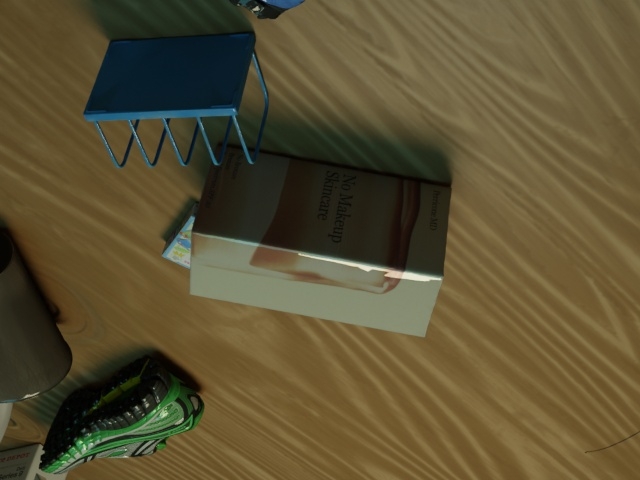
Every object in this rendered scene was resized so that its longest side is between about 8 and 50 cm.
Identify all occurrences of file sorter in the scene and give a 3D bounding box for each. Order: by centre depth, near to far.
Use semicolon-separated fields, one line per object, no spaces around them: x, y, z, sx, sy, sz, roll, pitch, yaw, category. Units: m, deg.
-0.154;-0.149;1.202;0.170;0.118;0.104;-1;141;13;file sorter

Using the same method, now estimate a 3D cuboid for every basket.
-0.474;0.103;1.539;0.205;0.154;0.226;5;135;6;basket

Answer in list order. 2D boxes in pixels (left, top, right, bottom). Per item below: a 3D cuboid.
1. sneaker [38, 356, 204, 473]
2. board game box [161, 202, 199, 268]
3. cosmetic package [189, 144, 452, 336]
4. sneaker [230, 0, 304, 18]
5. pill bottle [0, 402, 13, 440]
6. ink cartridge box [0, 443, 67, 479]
-0.332;0.316;1.758;0.344;0.134;0.146;-27;128;35;sneaker
-0.123;0.017;1.453;0.154;0.026;0.103;26;137;-17;board game box
0.000;0.000;1.314;0.296;0.153;0.129;10;140;-1;cosmetic package
-0.078;-0.281;1.079;0.085;0.058;0.152;-31;132;27;sneaker
-0.671;0.236;1.699;0.334;0.187;0.188;7;139;4;pill bottle
-0.565;0.486;1.944;0.154;0.212;0.093;-15;130;28;ink cartridge box
